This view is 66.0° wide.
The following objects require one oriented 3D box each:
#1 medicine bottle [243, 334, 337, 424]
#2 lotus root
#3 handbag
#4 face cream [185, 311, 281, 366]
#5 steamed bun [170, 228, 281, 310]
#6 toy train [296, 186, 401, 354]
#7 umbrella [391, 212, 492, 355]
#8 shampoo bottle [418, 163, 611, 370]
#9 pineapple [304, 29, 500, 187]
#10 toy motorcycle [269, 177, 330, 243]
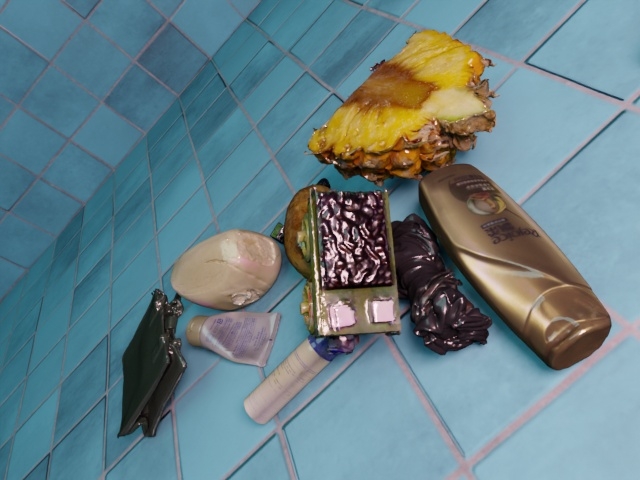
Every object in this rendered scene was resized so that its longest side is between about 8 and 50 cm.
[{"bbox_3d":[-0.035,0.219,0.846,0.231,0.059,0.059,-45,36,9],"label":"medicine bottle"},{"bbox_3d":[0.000,0.000,0.921,0.128,0.145,0.260,-39,35,28],"label":"lotus root"},{"bbox_3d":[-0.375,0.271,1.104,0.260,0.079,0.247,-60,31,21],"label":"handbag"},{"bbox_3d":[-0.183,0.201,1.039,0.224,0.070,0.114,-2,59,33],"label":"face cream"},{"bbox_3d":[-0.205,0.082,1.074,0.238,0.170,0.152,-29,61,28],"label":"steamed bun"},{"bbox_3d":[0.040,0.038,0.743,0.177,0.134,0.261,132,136,-72],"label":"toy train"},{"bbox_3d":[0.151,0.056,0.746,0.110,0.122,0.272,-6,34,-11],"label":"umbrella"},{"bbox_3d":[0.249,0.015,0.676,0.125,0.084,0.350,-16,40,-4],"label":"shampoo bottle"},{"bbox_3d":[0.192,-0.172,0.848,0.344,0.209,0.286,-46,45,-10],"label":"pineapple"},{"bbox_3d":[-0.039,-0.066,1.098,0.173,0.058,0.100,-59,30,-6],"label":"toy motorcycle"}]
